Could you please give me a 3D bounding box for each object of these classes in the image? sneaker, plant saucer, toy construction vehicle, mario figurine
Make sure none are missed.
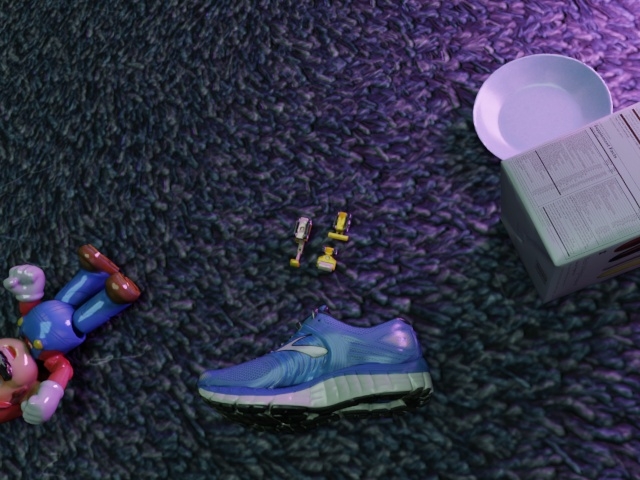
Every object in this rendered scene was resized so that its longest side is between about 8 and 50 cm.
[{"bbox_3d":[-0.015,0.179,0.826,0.330,0.130,0.147,-10,54,10],"label":"sneaker"},{"bbox_3d":[0.330,-0.188,0.885,0.195,0.037,0.195,-6,69,15],"label":"plant saucer"},{"bbox_3d":[0.000,0.000,0.923,0.086,0.035,0.098,9,76,8],"label":"toy construction vehicle"},{"bbox_3d":[-0.446,0.152,0.919,0.320,0.170,0.198,-48,30,-12],"label":"mario figurine"}]

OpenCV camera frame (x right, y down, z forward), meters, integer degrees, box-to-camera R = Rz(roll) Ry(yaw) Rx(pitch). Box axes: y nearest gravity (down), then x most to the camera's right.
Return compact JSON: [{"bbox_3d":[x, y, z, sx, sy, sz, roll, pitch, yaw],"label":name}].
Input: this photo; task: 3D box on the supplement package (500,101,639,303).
[{"bbox_3d":[0.352,-0.041,0.739,0.203,0.194,0.149,-23,67,8],"label":"supplement package"}]
